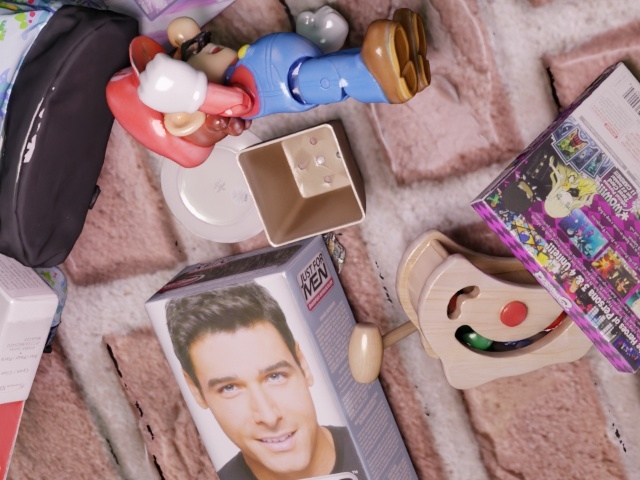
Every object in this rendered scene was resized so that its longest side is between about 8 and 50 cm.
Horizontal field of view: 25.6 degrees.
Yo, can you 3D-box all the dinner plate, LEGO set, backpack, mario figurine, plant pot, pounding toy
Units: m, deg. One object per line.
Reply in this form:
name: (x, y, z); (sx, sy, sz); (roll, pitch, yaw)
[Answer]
dinner plate: (-0.112, -0.062, 1.558); (0.141, 0.017, 0.141); (4, 112, 11)
LEGO set: (0.002, -0.002, 1.552); (0.054, 0.023, 0.083); (-15, 92, 16)
backpack: (-0.351, 0.076, 1.630); (0.105, 0.084, 0.114); (27, 114, 2)
mario figurine: (-0.066, -0.182, 1.379); (0.320, 0.198, 0.170); (-9, 67, 17)
plant pot: (-0.011, -0.071, 1.485); (0.109, 0.096, 0.109); (-16, 106, 19)
backpack: (-0.414, -0.158, 1.459); (0.355, 0.273, 0.290); (24, 99, 22)
pounding toy: (0.151, 0.048, 1.467); (0.269, 0.155, 0.154); (-13, 119, -13)

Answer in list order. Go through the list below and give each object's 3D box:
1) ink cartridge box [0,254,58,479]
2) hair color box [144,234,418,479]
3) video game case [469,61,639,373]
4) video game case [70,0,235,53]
ink cartridge box: (-0.422, 0.094, 1.579); (0.296, 0.066, 0.261); (39, 120, 36)
hair color box: (-0.030, 0.197, 1.568); (0.185, 0.113, 0.374); (-14, 106, 28)
video game case: (0.297, -0.023, 1.396); (0.210, 0.042, 0.232); (-44, 97, -14)
video game case: (-0.223, -0.276, 1.501); (0.274, 0.026, 0.196); (-35, 98, 22)
